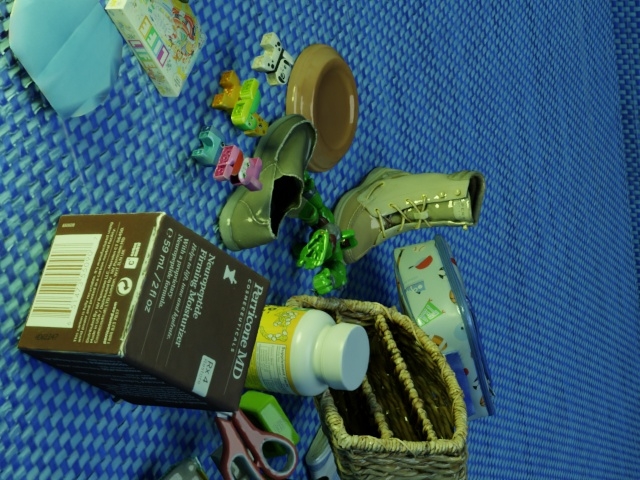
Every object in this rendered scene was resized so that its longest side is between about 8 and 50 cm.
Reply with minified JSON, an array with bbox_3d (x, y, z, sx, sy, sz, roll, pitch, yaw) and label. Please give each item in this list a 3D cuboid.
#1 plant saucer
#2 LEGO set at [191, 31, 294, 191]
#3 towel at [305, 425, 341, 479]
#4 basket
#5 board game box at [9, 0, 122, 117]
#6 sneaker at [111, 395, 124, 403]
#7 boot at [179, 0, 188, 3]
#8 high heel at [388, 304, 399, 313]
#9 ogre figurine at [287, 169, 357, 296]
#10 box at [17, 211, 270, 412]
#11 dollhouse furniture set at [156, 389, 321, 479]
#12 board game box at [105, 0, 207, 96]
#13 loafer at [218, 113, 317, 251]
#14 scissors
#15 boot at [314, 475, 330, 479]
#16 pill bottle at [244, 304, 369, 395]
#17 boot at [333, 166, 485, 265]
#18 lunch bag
[{"bbox_3d":[0.010,-0.204,1.936,0.200,0.037,0.200,-17,109,-61],"label":"plant saucer"},{"bbox_3d":[-0.096,-0.155,1.683,0.093,0.087,0.227,39,58,-40],"label":"LEGO set"},{"bbox_3d":[0.059,0.386,2.115,0.209,0.034,0.285,-58,142,-41],"label":"towel"},{"bbox_3d":[0.097,0.219,1.825,0.299,0.213,0.223,-111,-174,-46],"label":"basket"},{"bbox_3d":[-0.288,-0.218,1.375,0.133,0.033,0.169,-61,139,-31],"label":"board game box"},{"bbox_3d":[-0.245,0.154,1.513,0.037,0.032,0.083,23,70,-45],"label":"sneaker"},{"bbox_3d":[-0.169,-0.396,1.498,0.137,0.077,0.198,43,68,-35],"label":"boot"},{"bbox_3d":[0.092,0.175,2.146,0.244,0.117,0.082,62,4,-76],"label":"high heel"},{"bbox_3d":[0.000,0.000,1.873,0.197,0.097,0.118,57,6,28],"label":"ogre figurine"},{"bbox_3d":[-0.195,0.082,1.414,0.203,0.167,0.168,35,61,-47],"label":"box"},{"bbox_3d":[-0.161,0.362,1.661,0.301,0.151,0.197,-40,109,-32],"label":"dollhouse furniture set"},{"bbox_3d":[-0.198,-0.266,1.541,0.154,0.026,0.103,60,43,-47],"label":"board game box"},{"bbox_3d":[-0.054,-0.079,1.775,0.251,0.087,0.094,-64,146,-34],"label":"loafer"},{"bbox_3d":[-0.128,0.218,1.590,0.109,0.021,0.297,-46,113,-28],"label":"scissors"},{"bbox_3d":[0.024,0.435,1.993,0.197,0.073,0.152,-36,120,-43],"label":"boot"},{"bbox_3d":[-0.046,0.148,1.692,0.117,0.208,0.118,-15,107,-61],"label":"pill bottle"},{"bbox_3d":[0.145,-0.041,2.033,0.262,0.203,0.095,-48,133,-52],"label":"boot"},{"bbox_3d":[0.210,0.160,2.081,0.243,0.115,0.303,-107,177,-47],"label":"lunch bag"}]
